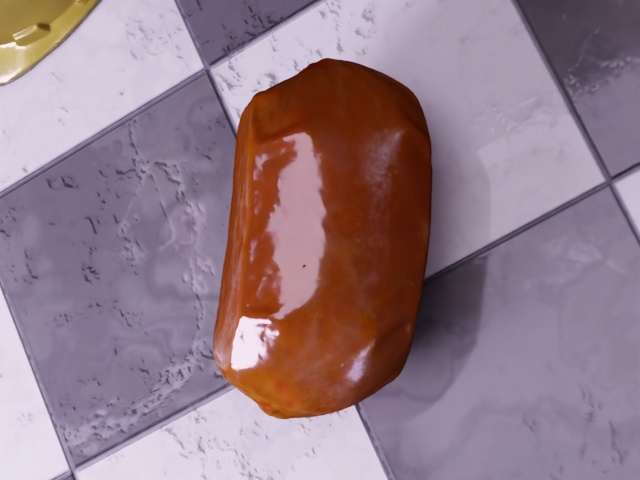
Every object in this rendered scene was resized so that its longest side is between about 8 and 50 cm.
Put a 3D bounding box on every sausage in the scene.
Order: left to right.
[{"bbox_3d":[0.001,0.000,1.123,0.141,0.153,0.268,8,83,-11],"label":"sausage"}]

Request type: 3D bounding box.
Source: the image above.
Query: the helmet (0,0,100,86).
[{"bbox_3d":[-0.290,-0.269,1.292,0.205,0.140,0.257,37,94,22],"label":"helmet"}]
